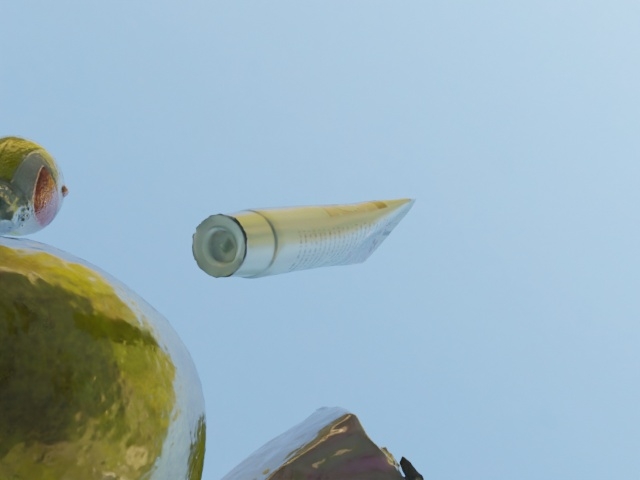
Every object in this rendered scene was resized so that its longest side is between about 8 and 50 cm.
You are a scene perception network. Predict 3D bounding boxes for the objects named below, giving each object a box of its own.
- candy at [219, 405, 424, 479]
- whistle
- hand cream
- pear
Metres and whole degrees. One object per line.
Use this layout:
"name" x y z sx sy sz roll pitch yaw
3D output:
"candy" -0.008 0.280 1.294 0.195 0.185 0.137 -36 -85 -15
"whistle" -0.355 -0.041 1.323 0.123 0.123 0.223 29 -148 -4
"hand cream" 0.000 0.000 1.042 0.058 0.085 0.331 43 -160 21
"pear" -0.279 0.163 0.999 0.351 0.413 0.352 -12 -127 17
